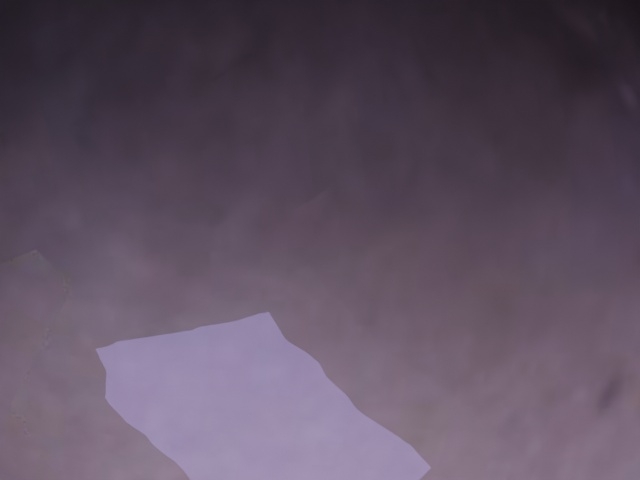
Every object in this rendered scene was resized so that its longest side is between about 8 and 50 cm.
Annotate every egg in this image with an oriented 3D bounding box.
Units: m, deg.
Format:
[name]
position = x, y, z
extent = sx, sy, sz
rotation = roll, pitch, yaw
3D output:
[egg]
position = 0.000, 0.000, 0.527
extent = 0.258, 0.258, 0.352
rotation = -30, 137, 32
